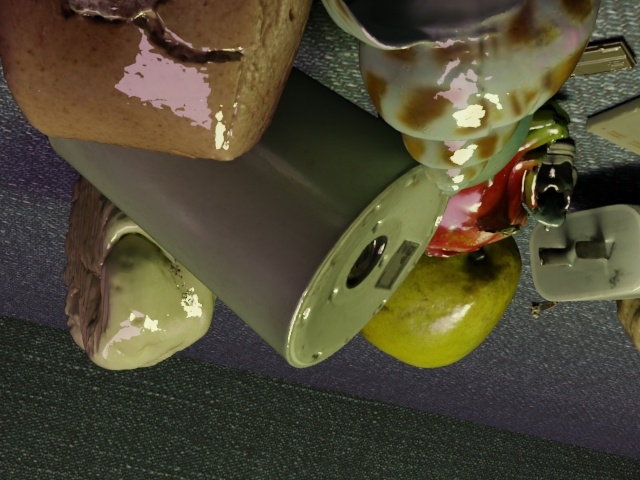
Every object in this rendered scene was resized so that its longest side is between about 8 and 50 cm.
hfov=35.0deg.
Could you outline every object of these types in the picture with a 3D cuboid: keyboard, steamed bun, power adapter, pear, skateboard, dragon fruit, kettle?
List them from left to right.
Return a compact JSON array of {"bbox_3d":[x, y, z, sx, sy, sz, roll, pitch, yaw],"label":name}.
[{"bbox_3d":[-0.142,-0.216,0.824,0.251,0.301,0.199,11,-163,17],"label":"steamed bun"},{"bbox_3d":[-0.269,0.038,1.624,0.247,0.339,0.352,5,171,-29],"label":"steamed bun"},{"bbox_3d":[-0.063,-0.080,1.100,0.376,0.250,0.361,37,-163,19],"label":"kettle"},{"bbox_3d":[0.174,0.067,1.588,0.253,0.253,0.307,16,158,-16],"label":"pear"},{"bbox_3d":[0.208,-0.074,1.297,0.269,0.198,0.200,-23,149,21],"label":"dragon fruit"},{"bbox_3d":[0.412,0.120,1.975,0.083,0.032,0.064,19,149,-32],"label":"skateboard"},{"bbox_3d":[0.280,-0.198,1.127,0.129,0.015,0.049,-4,152,36],"label":"keyboard"},{"bbox_3d":[0.404,0.018,1.420,0.255,0.124,0.187,3,169,-42],"label":"power adapter"}]

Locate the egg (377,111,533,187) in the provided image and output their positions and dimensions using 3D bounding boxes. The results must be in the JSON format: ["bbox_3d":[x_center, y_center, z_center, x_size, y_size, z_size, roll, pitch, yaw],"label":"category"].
[{"bbox_3d":[0.145,-0.148,1.098,0.169,0.169,0.236,8,164,6],"label":"egg"}]

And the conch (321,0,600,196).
[{"bbox_3d":[0.097,-0.202,0.810,0.249,0.368,0.197,-13,-168,-18],"label":"conch"}]

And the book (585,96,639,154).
[{"bbox_3d":[0.487,-0.143,1.175,0.208,0.020,0.295,18,160,-25],"label":"book"}]

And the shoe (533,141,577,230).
[{"bbox_3d":[0.310,-0.063,1.372,0.071,0.099,0.169,3,161,13],"label":"shoe"}]

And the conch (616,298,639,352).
[{"bbox_3d":[0.573,0.125,1.572,0.263,0.186,0.324,27,129,25],"label":"conch"}]
